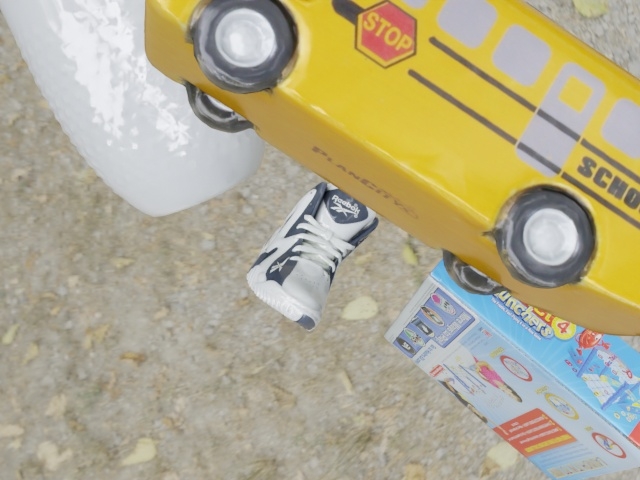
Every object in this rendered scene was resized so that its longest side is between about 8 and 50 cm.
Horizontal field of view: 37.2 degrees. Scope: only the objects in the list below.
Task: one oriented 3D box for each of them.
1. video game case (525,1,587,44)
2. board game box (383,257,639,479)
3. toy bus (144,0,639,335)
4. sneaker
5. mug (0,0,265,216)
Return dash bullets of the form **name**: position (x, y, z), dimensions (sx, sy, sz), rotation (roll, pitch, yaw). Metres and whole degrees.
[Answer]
- **video game case**: position (0.368, -0.174, 1.279), dimensions (0.035, 0.275, 0.248), rotation (-34, 124, 6)
- **board game box**: position (0.239, 0.149, 1.135), dimensions (0.302, 0.308, 0.086), rotation (40, 72, 7)
- **toy bus**: position (0.072, -0.064, 0.518), dimensions (0.333, 0.108, 0.130), rotation (33, 80, -5)
- **sneaker**: position (0.000, 0.000, 1.077), dimensions (0.094, 0.235, 0.153), rotation (36, 101, -4)
- **mug**: position (-0.242, -0.213, 1.276), dimensions (0.374, 0.276, 0.328), rotation (1, 118, 59)
